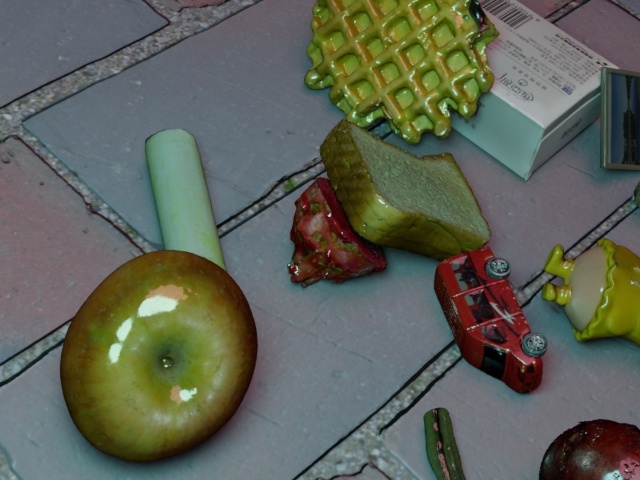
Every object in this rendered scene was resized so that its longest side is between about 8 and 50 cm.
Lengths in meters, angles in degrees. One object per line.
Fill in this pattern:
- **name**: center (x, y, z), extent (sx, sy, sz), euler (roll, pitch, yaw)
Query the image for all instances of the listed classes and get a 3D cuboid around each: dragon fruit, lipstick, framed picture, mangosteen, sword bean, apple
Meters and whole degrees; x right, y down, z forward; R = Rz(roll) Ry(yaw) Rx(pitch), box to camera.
- **dragon fruit**: center (0.000, 0.000, 1.591), extent (0.111, 0.153, 0.153), euler (-34, 55, 12)
- **lipstick**: center (-0.170, -0.019, 1.574), extent (0.076, 0.076, 0.304), euler (-4, 50, -16)
- **framed picture**: center (0.450, -0.178, 1.813), extent (0.109, 0.011, 0.149), euler (0, 90, -40)
- **mangosteen**: center (0.318, 0.293, 1.372), extent (0.166, 0.166, 0.180), euler (30, 77, 13)
- **sword bean**: center (0.167, 0.312, 1.394), extent (0.043, 0.038, 0.269), euler (-21, 53, 3)
- **apple**: center (-0.183, 0.128, 1.369), extent (0.235, 0.173, 0.210), euler (-39, 102, -14)

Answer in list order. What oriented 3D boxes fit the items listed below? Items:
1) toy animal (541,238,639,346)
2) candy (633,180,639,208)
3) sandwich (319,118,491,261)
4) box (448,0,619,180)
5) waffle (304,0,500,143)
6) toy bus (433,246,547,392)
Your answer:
- **toy animal**: center (0.396, 0.078, 1.589), extent (0.230, 0.156, 0.156), euler (21, 48, -9)
- **candy**: center (0.503, -0.074, 1.763), extent (0.095, 0.110, 0.085), euler (-37, 66, -18)
- **sandwich**: center (0.113, -0.061, 1.623), extent (0.215, 0.065, 0.186), euler (17, 36, -34)
- **box**: center (0.272, -0.249, 1.846), extent (0.274, 0.116, 0.203), euler (38, 53, 20)
- **waffle**: center (0.120, -0.299, 1.764), extent (0.312, 0.307, 0.060), euler (28, 11, 22)
- **toy bus**: center (0.216, 0.106, 1.555), extent (0.089, 0.081, 0.195), euler (-13, 53, -11)
